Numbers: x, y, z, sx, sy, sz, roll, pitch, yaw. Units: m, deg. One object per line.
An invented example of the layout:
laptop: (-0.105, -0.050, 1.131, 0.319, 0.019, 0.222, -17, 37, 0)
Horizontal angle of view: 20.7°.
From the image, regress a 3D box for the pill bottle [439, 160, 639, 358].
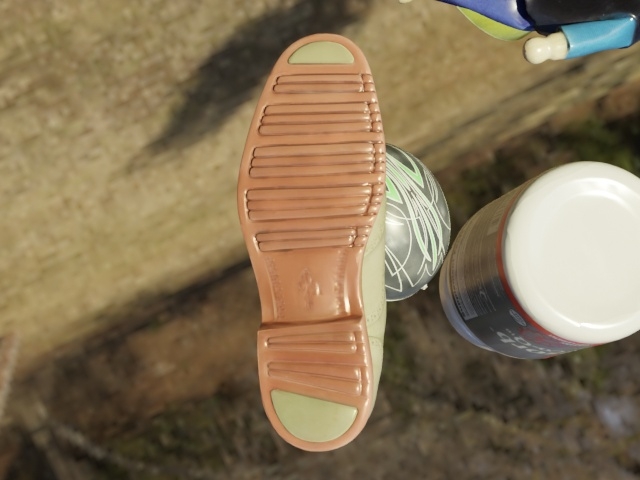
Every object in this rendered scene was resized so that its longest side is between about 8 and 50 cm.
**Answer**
pill bottle: (0.273, 0.036, 2.124, 0.210, 0.210, 0.363, -25, 177, -13)

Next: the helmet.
helmet: (0.059, -0.023, 1.886, 0.169, 0.169, 0.161, -26, -153, -37)

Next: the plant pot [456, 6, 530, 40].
plant pot: (0.302, -0.423, 2.101, 0.293, 0.274, 0.275, -23, -177, 36)

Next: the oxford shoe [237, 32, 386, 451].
oxford shoe: (0.000, 0.000, 1.710, 0.140, 0.397, 0.146, 3, -179, 11)

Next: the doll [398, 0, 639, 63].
doll: (0.141, -0.140, 1.018, 0.189, 0.046, 0.129, 15, -143, 18)
